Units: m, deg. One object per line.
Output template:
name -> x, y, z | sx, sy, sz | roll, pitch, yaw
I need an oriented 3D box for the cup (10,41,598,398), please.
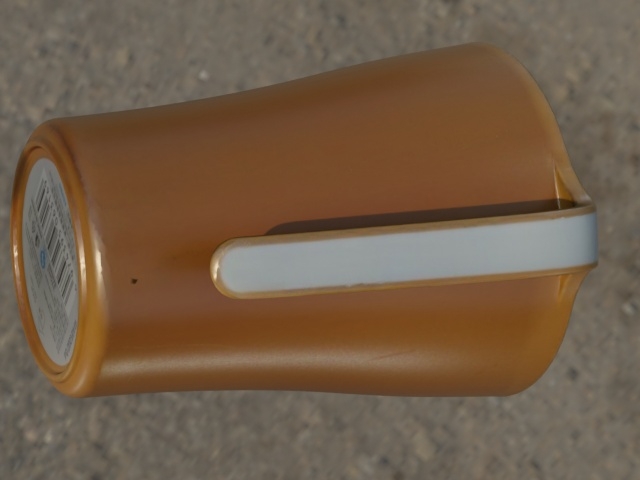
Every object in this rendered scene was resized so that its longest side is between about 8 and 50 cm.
cup -> 0.000, 0.000, 0.912 | 0.264, 0.226, 0.182 | -6, 95, -24
